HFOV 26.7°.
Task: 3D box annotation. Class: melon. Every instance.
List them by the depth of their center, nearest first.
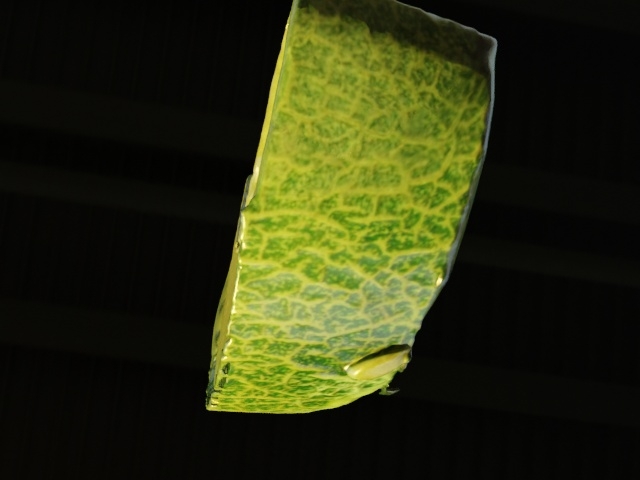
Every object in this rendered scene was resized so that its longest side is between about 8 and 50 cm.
[{"bbox_3d":[0.000,0.000,0.440,0.064,0.209,0.118,8,-97,-7],"label":"melon"}]
